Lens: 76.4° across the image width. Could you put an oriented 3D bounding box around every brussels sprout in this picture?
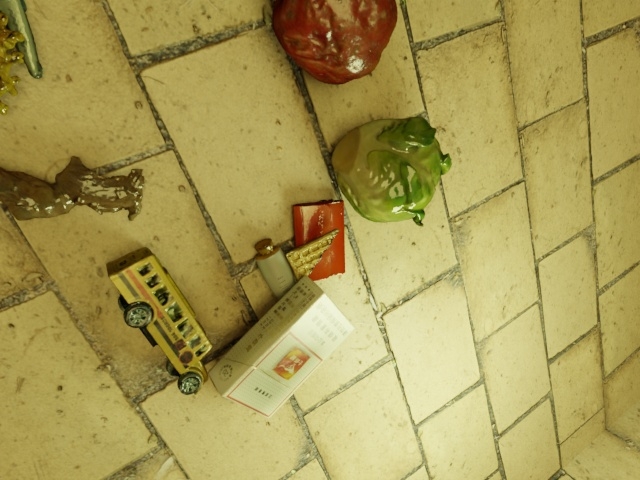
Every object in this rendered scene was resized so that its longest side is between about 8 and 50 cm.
[{"bbox_3d":[0.180,-0.171,1.003,0.295,0.227,0.259,15,82,-21],"label":"brussels sprout"}]

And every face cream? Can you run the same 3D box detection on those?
[{"bbox_3d":[-0.108,0.081,1.020,0.072,0.051,0.182,-28,115,-10],"label":"face cream"}]

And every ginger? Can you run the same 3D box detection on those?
[{"bbox_3d":[-0.489,-0.098,0.765,0.290,0.084,0.122,0,110,-26],"label":"ginger"}]

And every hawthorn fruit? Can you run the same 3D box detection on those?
[{"bbox_3d":[0.028,-0.458,0.841,0.262,0.258,0.258,-4,107,-54],"label":"hawthorn fruit"}]

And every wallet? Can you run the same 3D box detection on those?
[{"bbox_3d":[0.000,0.000,1.055,0.142,0.045,0.204,-8,107,-23],"label":"wallet"}]

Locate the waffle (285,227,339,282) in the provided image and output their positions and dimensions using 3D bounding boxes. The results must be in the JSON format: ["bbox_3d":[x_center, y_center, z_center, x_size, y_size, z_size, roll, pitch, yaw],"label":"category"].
[{"bbox_3d":[-0.006,0.040,1.024,0.153,0.023,0.097,-28,113,-9],"label":"waffle"}]

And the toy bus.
[{"bbox_3d":[-0.339,0.180,0.897,0.123,0.121,0.335,-35,115,-22],"label":"toy bus"}]

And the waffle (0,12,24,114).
[{"bbox_3d":[-0.615,-0.308,0.652,0.229,0.051,0.231,22,102,-21],"label":"waffle"}]

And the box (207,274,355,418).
[{"bbox_3d":[-0.087,0.273,1.025,0.330,0.095,0.210,-44,136,-7],"label":"box"}]

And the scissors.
[{"bbox_3d":[-0.531,-0.424,0.682,0.138,0.041,0.289,-16,110,-16],"label":"scissors"}]
